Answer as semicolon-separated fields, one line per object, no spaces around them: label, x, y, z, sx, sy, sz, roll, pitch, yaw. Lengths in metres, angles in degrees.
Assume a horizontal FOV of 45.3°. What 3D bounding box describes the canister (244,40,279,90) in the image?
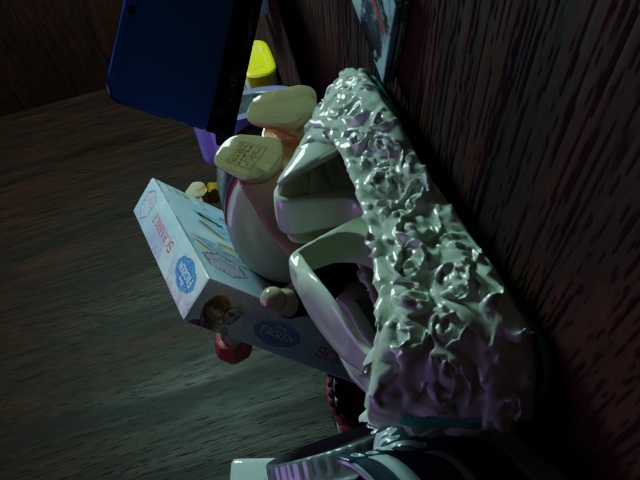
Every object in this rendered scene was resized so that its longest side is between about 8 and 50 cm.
canister;-0.122;-0.314;1.602;0.170;0.073;0.126;83;169;-51

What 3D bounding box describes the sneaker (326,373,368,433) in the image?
sneaker;0.061;0.290;1.398;0.135;0.097;0.276;-123;16;-65

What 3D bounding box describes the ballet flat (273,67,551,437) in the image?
ballet flat;0.033;-0.016;0.597;0.409;0.147;0.147;-112;8;-52

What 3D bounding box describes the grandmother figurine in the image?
grandmother figurine;0.000;0.000;0.862;0.104;0.208;0.342;25;159;36

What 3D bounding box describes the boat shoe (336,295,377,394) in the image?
boat shoe;0.092;0.154;0.751;0.254;0.079;0.095;-123;31;-43

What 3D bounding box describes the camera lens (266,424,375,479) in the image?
camera lens;0.069;0.362;0.884;0.219;0.219;0.274;103;151;-79

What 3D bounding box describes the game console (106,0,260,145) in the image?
game console;-0.182;-0.306;1.112;0.250;0.173;0.293;180;102;-83

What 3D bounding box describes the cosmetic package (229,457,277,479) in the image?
cosmetic package;-0.003;0.664;1.506;0.327;0.329;0.394;83;-173;-55

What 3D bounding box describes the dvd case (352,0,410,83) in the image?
dvd case;0.044;-0.186;0.588;0.119;0.013;0.087;95;158;-73

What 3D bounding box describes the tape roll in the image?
tape roll;-0.127;-0.205;1.353;0.189;0.189;0.080;-117;12;-63

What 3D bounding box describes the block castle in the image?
block castle;-0.153;0.059;1.841;0.213;0.303;0.453;91;163;-52

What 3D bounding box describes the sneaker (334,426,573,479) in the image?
sneaker;0.056;0.162;0.541;0.282;0.153;0.099;-151;65;-69

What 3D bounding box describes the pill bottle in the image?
pill bottle;-0.058;-0.075;1.099;0.318;0.176;0.176;-120;14;-67

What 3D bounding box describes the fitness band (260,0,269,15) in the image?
fitness band;-0.142;-0.509;1.317;0.291;0.054;0.209;97;156;-74

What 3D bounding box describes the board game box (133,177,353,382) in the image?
board game box;-0.085;0.058;1.090;0.318;0.066;0.318;26;-167;-32
